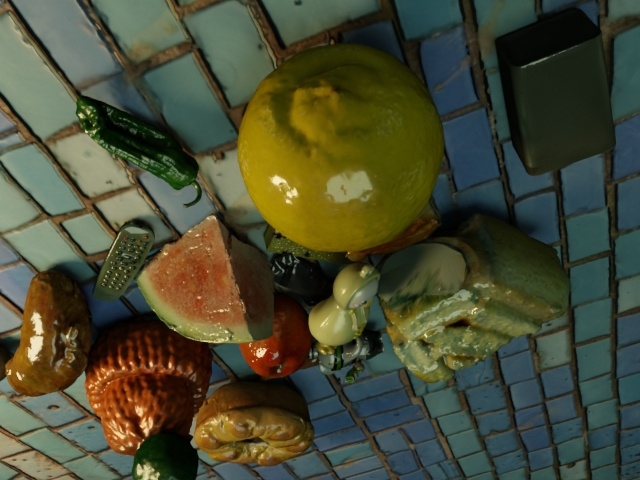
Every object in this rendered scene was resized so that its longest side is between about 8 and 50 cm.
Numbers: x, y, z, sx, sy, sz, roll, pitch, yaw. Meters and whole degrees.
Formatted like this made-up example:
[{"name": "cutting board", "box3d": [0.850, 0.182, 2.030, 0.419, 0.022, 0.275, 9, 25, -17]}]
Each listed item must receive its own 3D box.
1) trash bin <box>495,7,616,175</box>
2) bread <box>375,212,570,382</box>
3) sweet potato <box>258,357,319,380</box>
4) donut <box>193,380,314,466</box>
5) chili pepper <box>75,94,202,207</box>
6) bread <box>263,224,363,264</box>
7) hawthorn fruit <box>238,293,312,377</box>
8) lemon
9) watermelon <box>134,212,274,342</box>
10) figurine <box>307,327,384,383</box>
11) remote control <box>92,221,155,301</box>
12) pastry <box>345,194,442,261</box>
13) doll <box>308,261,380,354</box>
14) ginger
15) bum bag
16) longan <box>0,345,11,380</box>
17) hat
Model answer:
[{"name": "trash bin", "box3d": [0.407, -0.255, 1.154, 0.164, 0.122, 0.240, -21, 134, 10]}, {"name": "bread", "box3d": [0.299, 0.095, 1.397, 0.395, 0.239, 0.264, -32, 133, 19]}, {"name": "sweet potato", "box3d": [-0.075, 0.316, 1.683, 0.214, 0.050, 0.050, -23, 135, 16]}, {"name": "donut", "box3d": [-0.176, 0.492, 1.754, 0.299, 0.150, 0.317, -22, 139, 13]}, {"name": "chili pepper", "box3d": [-0.299, -0.157, 1.110, 0.257, 0.100, 0.074, 30, 117, -32]}, {"name": "bread", "box3d": [0.000, 0.000, 1.371, 0.226, 0.049, 0.088, 10, 131, -22]}, {"name": "hawthorn fruit", "box3d": [-0.104, 0.216, 1.481, 0.189, 0.189, 0.189, -6, 136, -6]}, {"name": "lemon", "box3d": [0.032, -0.138, 1.046, 0.348, 0.348, 0.348, -6, 136, -6]}, {"name": "watermelon", "box3d": [-0.219, 0.090, 1.332, 0.310, 0.232, 0.193, 14, 159, 43]}, {"name": "figurine", "box3d": [0.058, 0.261, 1.607, 0.192, 0.126, 0.147, -7, 95, -6]}, {"name": "remote control", "box3d": [-0.403, 0.046, 1.335, 0.072, 0.042, 0.222, 18, 127, -28]}, {"name": "pastry", "box3d": [0.139, -0.044, 1.285, 0.229, 0.100, 0.218, -2, 153, -33]}, {"name": "doll", "box3d": [0.058, 0.140, 1.380, 0.141, 0.117, 0.296, -27, 163, -31]}, {"name": "ginger", "box3d": [-0.556, 0.212, 1.388, 0.172, 0.165, 0.321, 33, 117, 6]}, {"name": "bum bag", "box3d": [-0.036, 0.091, 1.457, 0.087, 0.049, 0.197, -39, 130, 19]}, {"name": "longan", "box3d": [-0.738, 0.272, 1.456, 0.113, 0.092, 0.113, -4, 123, -7]}, {"name": "hat", "box3d": [-0.372, 0.389, 1.440, 0.285, 0.400, 0.285, -6, 140, -5]}]
